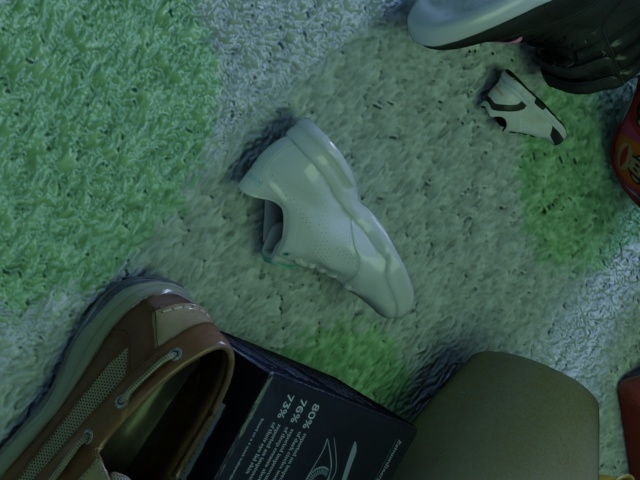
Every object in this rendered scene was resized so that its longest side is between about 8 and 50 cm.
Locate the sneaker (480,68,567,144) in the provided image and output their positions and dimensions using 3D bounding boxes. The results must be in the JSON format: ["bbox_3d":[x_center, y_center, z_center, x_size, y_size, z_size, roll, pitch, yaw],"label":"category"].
[{"bbox_3d":[0.179,-0.111,1.601,0.044,0.040,0.109,-47,135,9],"label":"sneaker"}]

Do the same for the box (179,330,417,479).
[{"bbox_3d":[-0.044,0.176,1.482,0.207,0.108,0.153,28,91,-48],"label":"box"}]

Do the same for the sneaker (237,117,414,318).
[{"bbox_3d":[0.000,0.000,1.468,0.094,0.080,0.212,-38,127,-7],"label":"sneaker"}]

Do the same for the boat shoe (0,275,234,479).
[{"bbox_3d":[-0.170,0.186,1.359,0.123,0.116,0.324,22,95,-48],"label":"boat shoe"}]

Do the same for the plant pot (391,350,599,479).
[{"bbox_3d":[0.145,0.249,1.633,0.256,0.256,0.274,46,61,-47],"label":"plant pot"}]

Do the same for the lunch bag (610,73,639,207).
[{"bbox_3d":[0.403,-0.085,1.613,0.120,0.258,0.293,-32,157,-27],"label":"lunch bag"}]

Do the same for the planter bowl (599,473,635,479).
[{"bbox_3d":[0.222,0.309,1.808,0.217,0.090,0.217,-44,150,-34],"label":"planter bowl"}]

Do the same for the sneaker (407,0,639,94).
[{"bbox_3d":[0.193,-0.175,1.522,0.296,0.104,0.147,-29,124,-36],"label":"sneaker"}]

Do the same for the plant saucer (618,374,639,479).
[{"bbox_3d":[0.462,0.225,1.948,0.258,0.047,0.259,-15,127,-1],"label":"plant saucer"}]
